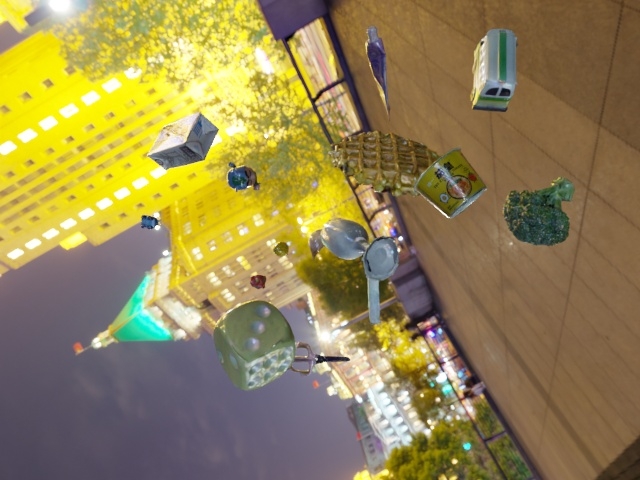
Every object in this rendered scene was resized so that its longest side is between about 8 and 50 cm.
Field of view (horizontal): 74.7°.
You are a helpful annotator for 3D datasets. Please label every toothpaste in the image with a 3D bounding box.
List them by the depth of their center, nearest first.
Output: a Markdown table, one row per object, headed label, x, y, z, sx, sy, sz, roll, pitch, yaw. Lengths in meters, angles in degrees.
| label | x | y | z | sx | sy | sz | roll | pitch | yaw |
| --- | --- | --- | --- | --- | --- | --- | --- | --- | --- |
| toothpaste | 0.199 | -0.547 | 1.383 | 0.075 | 0.048 | 0.301 | -119 | 5 | -49 |

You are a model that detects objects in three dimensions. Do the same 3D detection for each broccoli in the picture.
| label | x | y | z | sx | sy | sz | roll | pitch | yaw |
| --- | --- | --- | --- | --- | --- | --- | --- | --- | --- |
| broccoli | 0.808 | -0.109 | 1.539 | 0.270 | 0.270 | 0.270 | 41 | -176 | -3 |

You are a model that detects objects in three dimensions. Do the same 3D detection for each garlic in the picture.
| label | x | y | z | sx | sy | sz | roll | pitch | yaw |
| --- | --- | --- | --- | --- | --- | --- | --- | --- | --- |
| garlic | -0.009 | -0.003 | 2.316 | 0.115 | 0.128 | 0.207 | 41 | -143 | 1 |

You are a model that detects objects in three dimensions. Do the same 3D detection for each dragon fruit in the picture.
| label | x | y | z | sx | sy | sz | roll | pitch | yaw |
| --- | --- | --- | --- | --- | --- | --- | --- | --- | --- |
| dragon fruit | -0.284 | 0.194 | 1.963 | 0.083 | 0.060 | 0.056 | 40 | -137 | -47 |

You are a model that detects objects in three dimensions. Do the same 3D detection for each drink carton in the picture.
| label | x | y | z | sx | sy | sz | roll | pitch | yaw |
| --- | --- | --- | --- | --- | --- | --- | --- | --- | --- |
| drink carton | -0.635 | -0.453 | 1.944 | 0.132 | 0.324 | 0.194 | 43 | -124 | -41 |

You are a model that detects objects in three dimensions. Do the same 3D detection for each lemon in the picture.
| label | x | y | z | sx | sy | sz | roll | pitch | yaw |
| --- | --- | --- | --- | --- | --- | --- | --- | --- | --- |
| lemon | -0.164 | 0.037 | 1.763 | 0.092 | 0.065 | 0.065 | 9 | -130 | -58 |

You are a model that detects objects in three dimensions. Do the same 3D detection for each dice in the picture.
| label | x | y | z | sx | sy | sz | roll | pitch | yaw |
| --- | --- | --- | --- | --- | --- | --- | --- | --- | --- |
| dice | -0.259 | 0.404 | 1.641 | 0.250 | 0.251 | 0.255 | 44 | 142 | 33 |

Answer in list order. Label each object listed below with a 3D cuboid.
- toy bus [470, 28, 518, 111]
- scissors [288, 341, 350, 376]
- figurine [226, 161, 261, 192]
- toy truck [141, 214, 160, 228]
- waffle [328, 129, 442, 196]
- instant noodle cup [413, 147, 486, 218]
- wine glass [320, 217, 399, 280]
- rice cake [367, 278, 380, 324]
| label | x | y | z | sx | sy | sz | roll | pitch | yaw |
| --- | --- | --- | --- | --- | --- | --- | --- | --- | --- |
| toy bus | 0.641 | -0.630 | 1.538 | 0.165 | 0.133 | 0.276 | 79 | -163 | -73 |
| scissors | -0.020 | 0.531 | 1.871 | 0.024 | 0.317 | 0.160 | -14 | -81 | -73 |
| figurine | -0.319 | -0.265 | 1.744 | 0.178 | 0.144 | 0.114 | -137 | 53 | -66 |
| toy truck | -0.700 | -0.080 | 1.753 | 0.090 | 0.073 | 0.056 | -23 | -58 | -67 |
| waffle | 0.240 | -0.287 | 1.501 | 0.382 | 0.379 | 0.095 | 36 | 137 | 31 |
| instant noodle cup | 0.391 | -0.160 | 1.244 | 0.144 | 0.182 | 0.182 | 52 | -179 | 16 |
| wine glass | 0.115 | 0.013 | 1.354 | 0.143 | 0.143 | 0.321 | 59 | 167 | -29 |
| rice cake | 0.191 | 0.199 | 1.501 | 0.034 | 0.043 | 0.211 | -89 | -4 | -79 |
